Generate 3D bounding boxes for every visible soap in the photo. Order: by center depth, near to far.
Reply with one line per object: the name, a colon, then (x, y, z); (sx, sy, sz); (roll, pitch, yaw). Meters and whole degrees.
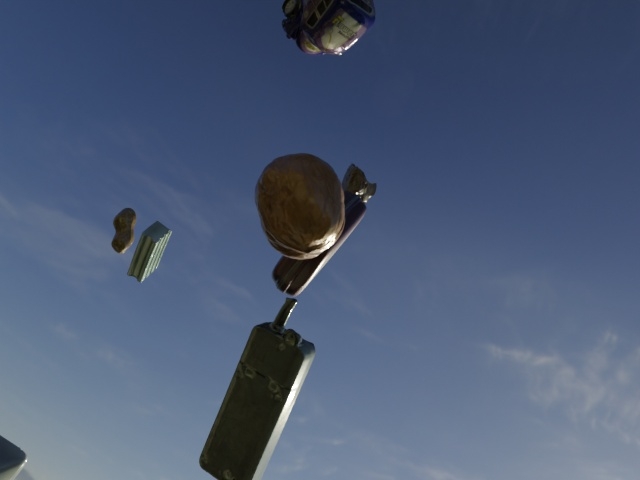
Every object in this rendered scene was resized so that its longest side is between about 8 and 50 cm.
soap: (-0.596, 0.037, 1.900); (0.066, 0.119, 0.198); (31, -59, -1)

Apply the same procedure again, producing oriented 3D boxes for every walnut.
walnut: (-0.041, -0.070, 1.130); (0.195, 0.222, 0.195); (-8, -26, -4)

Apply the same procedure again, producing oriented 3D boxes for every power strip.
power strip: (-0.083, 0.217, 0.788); (0.093, 0.288, 0.053); (26, 7, 22)

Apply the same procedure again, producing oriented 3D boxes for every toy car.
toy car: (0.021, -0.550, 1.357); (0.172, 0.158, 0.235); (16, -38, -39)

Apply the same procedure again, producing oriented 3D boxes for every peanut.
peanut: (-0.772, -0.041, 2.133); (0.089, 0.193, 0.089); (-2, -21, -1)

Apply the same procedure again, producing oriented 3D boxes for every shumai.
shumai: (0.136, -0.187, 1.876); (0.116, 0.145, 0.145); (16, -34, -12)

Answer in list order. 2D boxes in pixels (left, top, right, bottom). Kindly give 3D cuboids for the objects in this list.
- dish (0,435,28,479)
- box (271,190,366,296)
dish: (-0.629, 0.409, 0.875); (0.182, 0.243, 0.080); (37, -1, -8)
box: (0.000, 0.000, 1.560); (0.108, 0.404, 0.263); (39, -60, 2)
